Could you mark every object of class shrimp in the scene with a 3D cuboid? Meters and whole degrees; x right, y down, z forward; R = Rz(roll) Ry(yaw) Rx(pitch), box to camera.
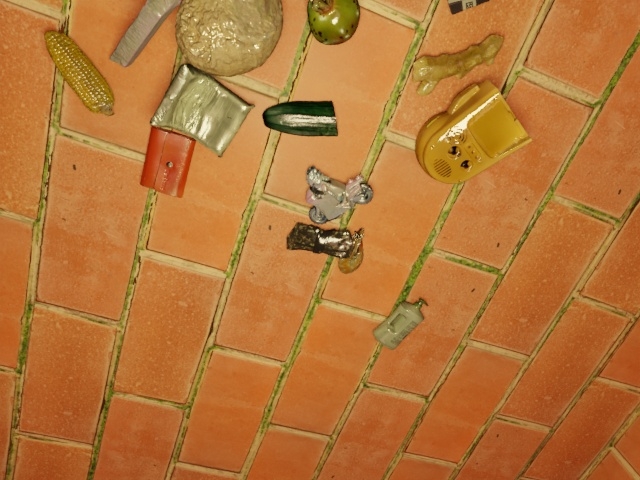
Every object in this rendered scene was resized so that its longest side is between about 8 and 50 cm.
[{"bbox_3d":[0.122,0.039,1.532,0.101,0.042,0.190,7,113,-29],"label":"shrimp"}]

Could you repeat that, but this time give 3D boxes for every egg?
[{"bbox_3d":[-0.237,-0.580,1.119,0.279,0.279,0.310,42,78,-19],"label":"egg"}]

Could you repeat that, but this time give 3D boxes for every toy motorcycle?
[{"bbox_3d":[0.035,-0.170,1.396,0.239,0.108,0.204,-31,112,8],"label":"toy motorcycle"}]

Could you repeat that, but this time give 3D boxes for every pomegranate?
[{"bbox_3d":[0.028,-0.633,1.157,0.159,0.205,0.160,3,99,22],"label":"pomegranate"}]

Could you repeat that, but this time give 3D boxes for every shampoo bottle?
[{"bbox_3d":[0.323,0.314,1.634,0.118,0.087,0.234,35,106,-18],"label":"shampoo bottle"}]

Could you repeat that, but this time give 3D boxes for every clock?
[{"bbox_3d":[0.460,-0.322,1.333,0.317,0.200,0.244,-37,108,20],"label":"clock"}]

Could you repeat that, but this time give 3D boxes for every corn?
[{"bbox_3d":[-0.699,-0.482,1.220,0.097,0.097,0.262,-30,110,8],"label":"corn"}]

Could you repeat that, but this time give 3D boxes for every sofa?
[{"bbox_3d":[-0.346,-0.381,1.243,0.225,0.176,0.210,35,106,-17],"label":"sofa"}]

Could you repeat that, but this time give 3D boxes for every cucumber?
[{"bbox_3d":[-0.064,-0.383,1.328,0.243,0.063,0.115,-2,112,-2],"label":"cucumber"}]

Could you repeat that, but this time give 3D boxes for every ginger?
[{"bbox_3d":[0.425,-0.555,1.288,0.298,0.065,0.118,-23,126,7],"label":"ginger"}]

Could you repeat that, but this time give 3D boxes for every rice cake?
[{"bbox_3d":[-0.473,-0.565,1.116,0.364,0.073,0.056,-15,129,45],"label":"rice cake"}]

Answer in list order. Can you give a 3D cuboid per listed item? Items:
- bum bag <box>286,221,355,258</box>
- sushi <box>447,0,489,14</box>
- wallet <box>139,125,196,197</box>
[{"bbox_3d":[0.000,-0.001,1.480,0.247,0.069,0.102,8,118,4],"label":"bum bag"},{"bbox_3d":[0.450,-0.781,1.210,0.210,0.040,0.193,-21,106,7],"label":"sushi"},{"bbox_3d":[-0.497,-0.252,1.356,0.142,0.045,0.205,17,111,-11],"label":"wallet"}]
